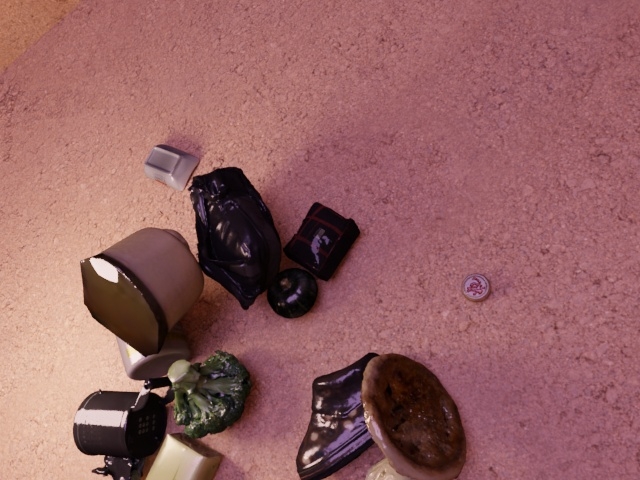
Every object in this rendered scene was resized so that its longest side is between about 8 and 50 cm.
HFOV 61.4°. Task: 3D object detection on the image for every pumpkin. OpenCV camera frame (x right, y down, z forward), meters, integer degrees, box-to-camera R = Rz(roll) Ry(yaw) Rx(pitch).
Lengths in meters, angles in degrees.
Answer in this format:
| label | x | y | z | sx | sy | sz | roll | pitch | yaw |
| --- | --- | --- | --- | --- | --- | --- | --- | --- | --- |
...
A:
| label | x | y | z | sx | sy | sz | roll | pitch | yaw |
| --- | --- | --- | --- | --- | --- | --- | --- | --- | --- |
| pumpkin | -0.091 | 0.166 | 1.704 | 0.167 | 0.125 | 0.167 | -7 | 75 | 28 |

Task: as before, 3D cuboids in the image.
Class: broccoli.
| label | x | y | z | sx | sy | sz | roll | pitch | yaw |
| --- | --- | --- | --- | --- | --- | --- | --- | --- | --- |
| broccoli | -0.348 | 0.449 | 1.631 | 0.270 | 0.270 | 0.270 | -21 | 40 | 19 |

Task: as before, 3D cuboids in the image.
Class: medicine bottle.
| label | x | y | z | sx | sy | sz | roll | pitch | yaw |
| --- | --- | --- | --- | --- | --- | --- | --- | --- | --- |
| medicine bottle | -0.585 | 0.272 | 1.806 | 0.208 | 0.208 | 0.339 | -32 | 63 | 8 |

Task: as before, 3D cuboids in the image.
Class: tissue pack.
| label | x | y | z | sx | sy | sz | roll | pitch | yaw |
| --- | --- | --- | --- | --- | --- | --- | --- | --- | --- |
| tissue pack | -0.428 | 0.725 | 1.629 | 0.159 | 0.125 | 0.234 | 20 | 80 | 26 |

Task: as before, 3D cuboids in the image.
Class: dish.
| label | x | y | z | sx | sy | sz | roll | pitch | yaw |
| --- | --- | --- | --- | --- | --- | --- | --- | --- | --- |
| dish | -0.594 | -0.296 | 2.090 | 0.212 | 0.077 | 0.151 | 23 | 80 | 26 |

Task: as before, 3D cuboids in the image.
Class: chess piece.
| label | x | y | z | sx | sy | sz | roll | pitch | yaw |
| --- | --- | --- | --- | --- | --- | --- | --- | --- | --- |
| chess piece | 0.449 | 0.136 | 1.556 | 0.084 | 0.038 | 0.083 | -6 | 71 | 19 |

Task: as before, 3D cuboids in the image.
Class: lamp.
| label | x | y | z | sx | sy | sz | roll | pitch | yaw |
| --- | --- | --- | --- | --- | --- | --- | --- | --- | --- |
| lamp | -0.641 | 0.572 | 1.719 | 0.272 | 0.205 | 0.374 | 16 | 89 | 21 |

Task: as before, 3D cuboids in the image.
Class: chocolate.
| label | x | y | z | sx | sy | sz | roll | pitch | yaw |
| --- | --- | --- | --- | --- | --- | --- | --- | --- | --- |
| chocolate | -0.505 | 0.128 | 1.632 | 0.314 | 0.297 | 0.326 | 31 | 129 | 19 |

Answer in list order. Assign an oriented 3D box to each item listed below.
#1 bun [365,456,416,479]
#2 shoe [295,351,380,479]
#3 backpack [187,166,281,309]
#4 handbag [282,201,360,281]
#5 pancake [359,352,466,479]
| label | x | y | z | sx | sy | sz | roll | pitch | yaw |
| --- | --- | --- | --- | --- | --- | --- | --- | --- | --- |
| bun | 0.204 | 0.667 | 1.347 | 0.160 | 0.259 | 0.259 | -37 | 62 | -9 |
| shoe | 0.054 | 0.483 | 1.504 | 0.384 | 0.171 | 0.237 | -39 | 69 | 2 |
| backpack | -0.272 | -0.006 | 1.692 | 0.255 | 0.363 | 0.445 | -17 | 43 | -25 |
| handbag | 0.000 | 0.000 | 1.709 | 0.169 | 0.155 | 0.215 | 25 | 73 | 33 |
| pancake | 0.237 | 0.440 | 1.367 | 0.065 | 0.356 | 0.356 | -50 | 56 | 36 |
